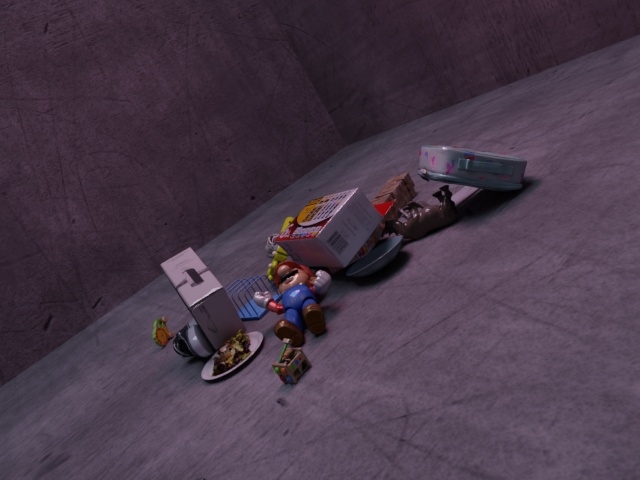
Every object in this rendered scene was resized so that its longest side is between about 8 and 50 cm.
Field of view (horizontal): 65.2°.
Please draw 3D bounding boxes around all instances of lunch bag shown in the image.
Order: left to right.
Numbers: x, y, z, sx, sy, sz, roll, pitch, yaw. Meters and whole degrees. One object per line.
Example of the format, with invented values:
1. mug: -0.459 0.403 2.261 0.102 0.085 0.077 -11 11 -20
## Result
1. lunch bag: 0.424 -0.207 1.428 0.279 0.107 0.224 4 14 -11

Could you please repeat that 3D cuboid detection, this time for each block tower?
1. block tower: 0.241 -0.127 1.787 0.097 0.091 0.335 -18 20 41

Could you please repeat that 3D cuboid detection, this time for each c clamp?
1. c clamp: 0.303 -0.095 1.680 0.137 0.022 0.160 -25 18 6

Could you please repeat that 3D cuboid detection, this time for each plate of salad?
1. plate of salad: -0.250 0.310 1.389 0.200 0.048 0.200 -28 15 8

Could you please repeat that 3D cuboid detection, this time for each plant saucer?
1. plant saucer: 0.160 0.055 1.413 0.195 0.037 0.195 -34 4 3

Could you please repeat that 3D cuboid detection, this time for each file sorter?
1. file sorter: -0.237 0.188 1.654 0.170 0.104 0.118 -13 23 48

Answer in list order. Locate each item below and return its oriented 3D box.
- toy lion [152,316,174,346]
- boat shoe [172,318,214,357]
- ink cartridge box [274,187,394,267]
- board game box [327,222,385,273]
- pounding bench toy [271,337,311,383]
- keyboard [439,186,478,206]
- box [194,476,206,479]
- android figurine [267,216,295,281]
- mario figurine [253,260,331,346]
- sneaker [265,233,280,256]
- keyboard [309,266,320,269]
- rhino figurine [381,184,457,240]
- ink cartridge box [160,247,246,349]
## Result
1. toy lion: -0.594 0.342 1.862 0.034 0.100 0.096 -24 -3 17
2. boat shoe: -0.407 0.318 1.556 0.102 0.108 0.301 -36 14 -13
3. ink cartridge box: 0.039 -0.056 1.551 0.272 0.130 0.309 -50 19 -20
4. board game box: 0.114 0.019 1.580 0.147 0.045 0.193 -31 7 33
5. pounding bench toy: -0.074 0.268 1.113 0.052 0.083 0.065 -13 22 48
6. keyboard: 0.399 -0.104 1.567 0.256 0.014 0.072 -36 21 -19
7. box: -0.282 0.504 0.788 0.183 0.059 0.232 -26 15 16
8. android figurine: -0.140 0.039 1.826 0.272 0.056 0.248 -72 3 -50
9. mario figurine: -0.081 0.140 1.365 0.198 0.170 0.320 2 21 -9
10. sneaker: -0.191 0.015 2.157 0.090 0.094 0.235 -38 15 -19
11. keyboard: -0.005 0.068 1.766 0.100 0.038 0.192 -4 18 8
12. rhino figurine: 0.287 -0.062 1.473 0.243 0.106 0.073 -27 -12 17
13. ink cartridge box: -0.360 0.174 1.533 0.114 0.197 0.273 -33 40 -16
